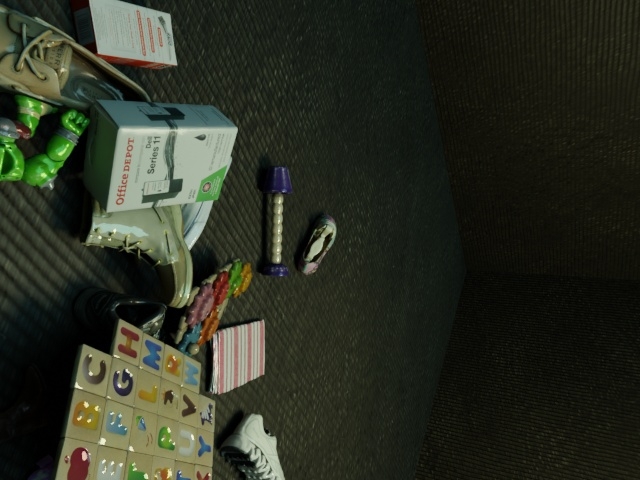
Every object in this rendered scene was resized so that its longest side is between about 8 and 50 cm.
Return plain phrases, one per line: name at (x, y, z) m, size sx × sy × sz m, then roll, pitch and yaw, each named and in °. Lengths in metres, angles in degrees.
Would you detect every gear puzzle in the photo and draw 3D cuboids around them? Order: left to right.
gear puzzle at (-0.204, 0.132, 0.977) m, size 0.339 × 0.044 × 0.175 m, roll -50°, pitch 161°, yaw -74°

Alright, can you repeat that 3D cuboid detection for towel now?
towel at (-0.194, 0.270, 1.116) m, size 0.197 × 0.029 × 0.144 m, roll 1°, pitch 91°, yaw -63°

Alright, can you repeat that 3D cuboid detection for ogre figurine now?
ogre figurine at (-0.422, -0.136, 0.613) m, size 0.197 × 0.097 × 0.118 m, roll 10°, pitch 89°, yaw -56°

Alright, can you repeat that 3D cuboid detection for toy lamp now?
toy lamp at (-0.113, -0.049, 1.189) m, size 0.080 × 0.080 × 0.274 m, roll 2°, pitch 91°, yaw -60°

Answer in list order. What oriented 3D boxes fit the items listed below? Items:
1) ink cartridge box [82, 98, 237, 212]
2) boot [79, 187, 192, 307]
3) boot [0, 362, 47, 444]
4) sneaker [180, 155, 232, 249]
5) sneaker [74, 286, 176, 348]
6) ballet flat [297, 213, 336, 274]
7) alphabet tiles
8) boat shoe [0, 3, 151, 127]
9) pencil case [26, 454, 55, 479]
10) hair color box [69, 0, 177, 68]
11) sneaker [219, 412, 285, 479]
ink cartridge box at (-0.258, -0.138, 0.764) m, size 0.208 × 0.087 × 0.153 m, roll -14°, pitch 138°, yaw -45°
boot at (-0.307, 0.013, 0.782) m, size 0.165 × 0.077 × 0.213 m, roll 5°, pitch 63°, yaw -46°
boot at (-0.449, 0.240, 0.658) m, size 0.114 × 0.037 × 0.106 m, roll -13°, pitch 100°, yaw -55°
sneaker at (-0.266, -0.080, 0.926) m, size 0.091 × 0.094 × 0.258 m, roll 29°, pitch 67°, yaw -27°
sneaker at (-0.303, 0.165, 0.815) m, size 0.087 × 0.130 × 0.227 m, roll -64°, pitch 145°, yaw -32°
ballet flat at (0.000, 0.000, 1.377) m, size 0.221 × 0.077 × 0.079 m, roll -63°, pitch -176°, yaw -32°
alphabet tiles at (-0.247, 0.288, 0.695) m, size 0.342 × 0.011 × 0.285 m, roll 57°, pitch 24°, yaw -54°
boat shoe at (-0.391, -0.254, 0.649) m, size 0.341 × 0.110 × 0.121 m, roll 16°, pitch 78°, yaw -60°
pencil case at (-0.342, 0.395, 0.683) m, size 0.086 × 0.206 × 0.088 m, roll -33°, pitch 128°, yaw -58°
hair color box at (-0.332, -0.353, 0.807) m, size 0.167 × 0.053 × 0.093 m, roll -21°, pitch 109°, yaw -57°
sneaker at (-0.138, 0.545, 1.159) m, size 0.118 × 0.110 × 0.292 m, roll -65°, pitch 144°, yaw -50°
